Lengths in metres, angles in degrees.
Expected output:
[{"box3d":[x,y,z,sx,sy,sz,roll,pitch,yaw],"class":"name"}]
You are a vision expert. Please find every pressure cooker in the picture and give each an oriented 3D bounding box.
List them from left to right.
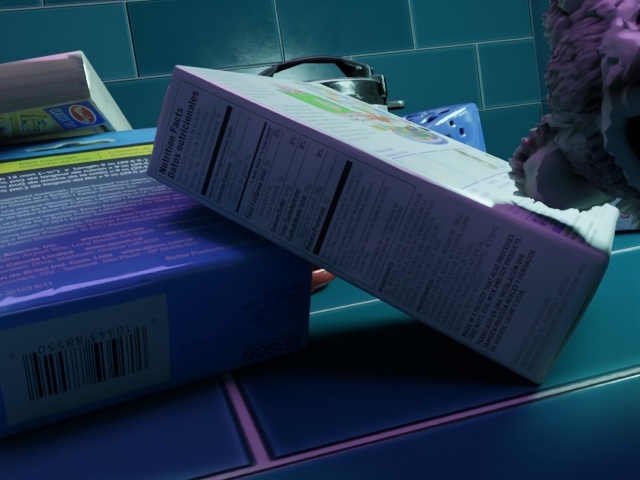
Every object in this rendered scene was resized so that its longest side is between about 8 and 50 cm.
[{"box3d":[-0.012,-0.229,1.549,0.370,0.420,0.375,-12,7,-40],"class":"pressure cooker"}]

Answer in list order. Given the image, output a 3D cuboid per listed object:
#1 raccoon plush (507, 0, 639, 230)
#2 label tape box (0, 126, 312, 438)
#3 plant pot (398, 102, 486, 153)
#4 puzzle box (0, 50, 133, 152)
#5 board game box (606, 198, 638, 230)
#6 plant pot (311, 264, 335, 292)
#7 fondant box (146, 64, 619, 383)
[{"box3d":[0.322,-0.045,0.437,0.299,0.216,0.446,10,-13,35],"class":"raccoon plush"},{"box3d":[-0.198,0.000,0.594,0.249,0.115,0.348,-13,29,-28],"class":"label tape box"},{"box3d":[0.170,-0.120,1.238,0.236,0.236,0.212,-2,16,46],"class":"plant pot"},{"box3d":[-0.377,-0.115,0.791,0.272,0.052,0.409,-13,-2,-8],"class":"puzzle box"},{"box3d":[0.478,-0.069,1.052,0.319,0.066,0.318,-5,8,33],"class":"board game box"},{"box3d":[-0.068,-0.019,0.835,0.191,0.174,0.191,-8,7,1],"class":"plant pot"},{"box3d":[0.064,-0.039,0.534,0.330,0.096,0.238,28,21,20],"class":"fondant box"}]
